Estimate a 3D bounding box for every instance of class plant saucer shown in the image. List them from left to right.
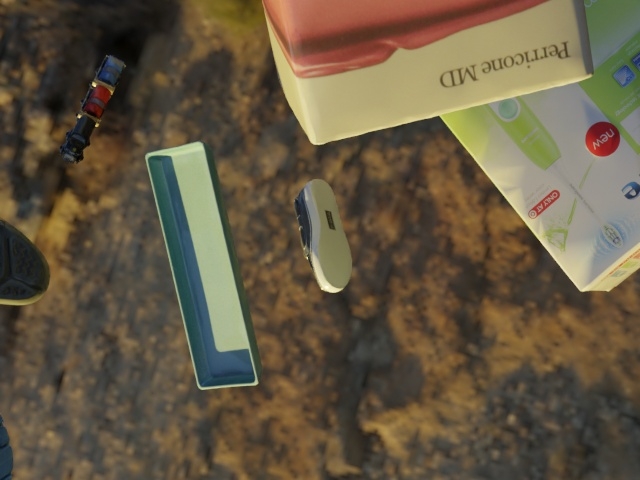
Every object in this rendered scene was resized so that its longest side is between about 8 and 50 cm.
[{"bbox_3d":[-0.088,0.020,1.260,0.067,0.018,0.192,-9,96,41],"label":"plant saucer"}]

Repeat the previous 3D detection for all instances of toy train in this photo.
[{"bbox_3d":[-0.228,-0.138,1.639,0.036,0.027,0.158,-55,14,42],"label":"toy train"}]

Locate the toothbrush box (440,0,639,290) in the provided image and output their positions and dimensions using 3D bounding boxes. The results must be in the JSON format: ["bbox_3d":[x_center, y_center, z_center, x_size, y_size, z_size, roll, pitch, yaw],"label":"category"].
[{"bbox_3d":[0.232,-0.126,1.427,0.206,0.122,0.283,-41,76,16],"label":"toothbrush box"}]

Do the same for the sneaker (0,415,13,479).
[{"bbox_3d":[-0.325,0.162,1.419,0.078,0.067,0.188,-30,73,33],"label":"sneaker"}]

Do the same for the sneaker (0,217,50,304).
[{"bbox_3d":[-0.376,0.009,1.648,0.130,0.227,0.087,72,-148,-84],"label":"sneaker"}]

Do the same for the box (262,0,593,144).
[{"bbox_3d":[0.033,-0.185,0.791,0.127,0.148,0.232,-112,8,-68],"label":"box"}]

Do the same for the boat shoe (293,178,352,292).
[{"bbox_3d":[0.000,0.000,1.740,0.040,0.049,0.142,-39,45,36],"label":"boat shoe"}]
